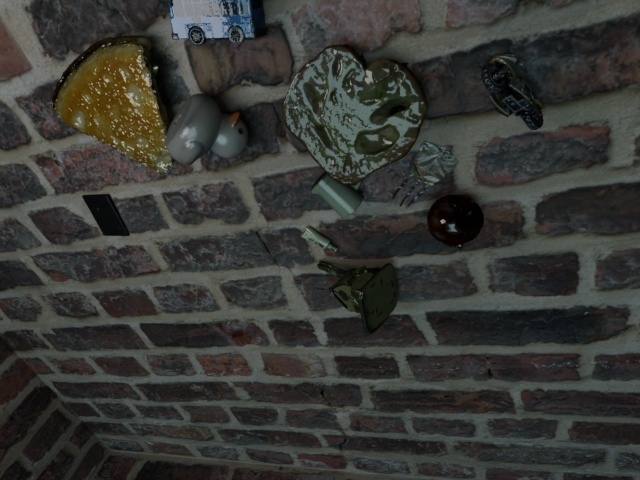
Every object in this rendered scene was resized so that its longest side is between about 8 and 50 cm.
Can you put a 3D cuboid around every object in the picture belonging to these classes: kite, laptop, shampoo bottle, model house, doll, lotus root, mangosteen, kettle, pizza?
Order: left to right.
[{"bbox_3d":[-0.867,-0.098,1.619,0.136,0.016,0.197,0,124,17],"label":"laptop"},{"bbox_3d":[-0.613,-0.452,1.231,0.435,0.080,0.391,27,127,-6],"label":"pizza"},{"bbox_3d":[-0.339,-0.320,1.226,0.251,0.221,0.221,-36,109,29],"label":"doll"},{"bbox_3d":[0.000,0.000,1.443,0.141,0.034,0.049,29,121,-8],"label":"shampoo bottle"},{"bbox_3d":[0.062,-0.159,1.275,0.148,0.098,0.127,43,130,-12],"label":"kettle"},{"bbox_3d":[0.116,0.174,1.476,0.279,0.205,0.218,18,132,41],"label":"model house"},{"bbox_3d":[0.089,-0.339,1.116,0.391,0.111,0.374,8,123,9],"label":"lotus root"},{"bbox_3d":[0.306,-0.196,1.235,0.127,0.016,0.229,35,123,-7],"label":"kite"},{"bbox_3d":[0.401,-0.053,1.223,0.173,0.172,0.184,27,146,-4],"label":"mangosteen"}]

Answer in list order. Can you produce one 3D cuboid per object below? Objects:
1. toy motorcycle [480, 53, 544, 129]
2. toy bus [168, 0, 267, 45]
[{"bbox_3d":[0.488,-0.379,1.001,0.229,0.129,0.094,30,151,-23],"label":"toy motorcycle"},{"bbox_3d":[-0.271,-0.589,1.049,0.234,0.116,0.133,4,125,10],"label":"toy bus"}]
